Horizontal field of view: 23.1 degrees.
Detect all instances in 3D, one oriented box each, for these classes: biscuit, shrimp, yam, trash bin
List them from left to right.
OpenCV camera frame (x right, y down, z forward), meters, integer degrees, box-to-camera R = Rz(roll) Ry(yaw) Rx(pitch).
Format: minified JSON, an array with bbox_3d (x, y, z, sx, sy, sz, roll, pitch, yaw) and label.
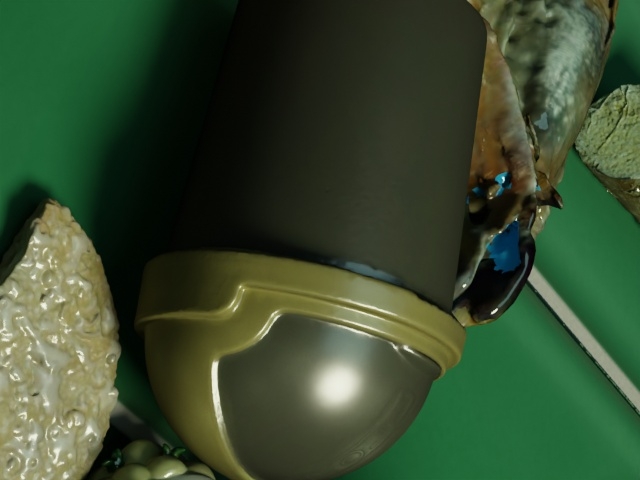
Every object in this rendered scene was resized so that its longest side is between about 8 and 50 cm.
[{"bbox_3d":[-0.187,0.107,0.969,0.133,0.032,0.250,44,62,-34],"label":"biscuit"},{"bbox_3d":[0.000,0.000,1.030,0.214,0.214,0.334,31,65,-40],"label":"trash bin"},{"bbox_3d":[0.141,-0.139,1.224,0.221,0.110,0.445,33,59,-38],"label":"shrimp"},{"bbox_3d":[0.314,-0.052,1.403,0.183,0.107,0.107,43,62,-39],"label":"yam"}]

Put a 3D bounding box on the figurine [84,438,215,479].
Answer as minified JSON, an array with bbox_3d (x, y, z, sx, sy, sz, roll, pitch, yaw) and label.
[{"bbox_3d":[-0.089,0.218,1.031,0.147,0.093,0.197,-32,123,-15],"label":"figurine"}]
